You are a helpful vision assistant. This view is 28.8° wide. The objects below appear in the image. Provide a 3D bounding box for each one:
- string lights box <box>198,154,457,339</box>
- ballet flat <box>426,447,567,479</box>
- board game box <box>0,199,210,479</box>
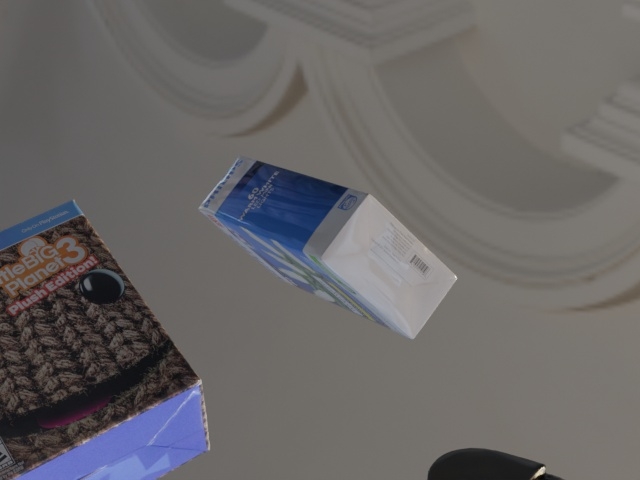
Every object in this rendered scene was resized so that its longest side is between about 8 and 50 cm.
[{"bbox_3d":[0.000,0.000,1.204,0.076,0.133,0.260,-54,-150,-10],"label":"string lights box"},{"bbox_3d":[0.169,0.172,0.647,0.250,0.058,0.084,13,-149,23],"label":"ballet flat"},{"bbox_3d":[-0.290,0.136,1.312,0.232,0.141,0.291,-27,-125,-22],"label":"board game box"}]
